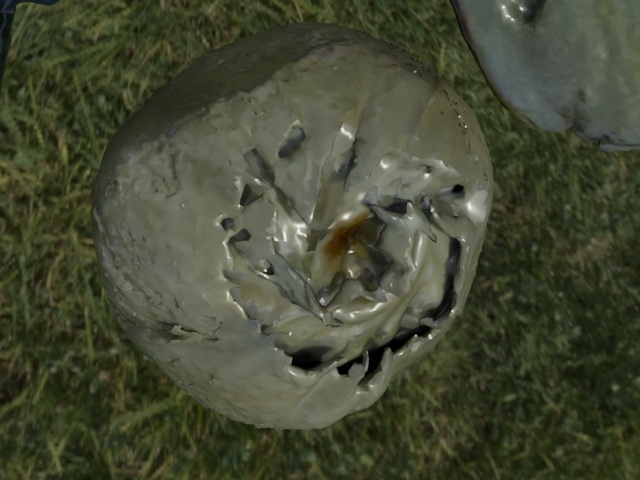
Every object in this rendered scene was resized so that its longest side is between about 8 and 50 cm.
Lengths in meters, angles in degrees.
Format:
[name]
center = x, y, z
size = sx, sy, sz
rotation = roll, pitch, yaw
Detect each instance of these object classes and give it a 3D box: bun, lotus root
[bun]
center = 0.000, 0.000, 0.728
size = 0.259, 0.152, 0.259
rotation = -10, 111, -27
[lotus root]
center = 0.187, -0.129, 0.604
size = 0.235, 0.138, 0.119
rotation = 7, 141, 26

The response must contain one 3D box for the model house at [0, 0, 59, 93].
[model house]
center = -0.372, -0.219, 0.849
size = 0.395, 0.400, 0.445
rotation = 7, 112, -21
